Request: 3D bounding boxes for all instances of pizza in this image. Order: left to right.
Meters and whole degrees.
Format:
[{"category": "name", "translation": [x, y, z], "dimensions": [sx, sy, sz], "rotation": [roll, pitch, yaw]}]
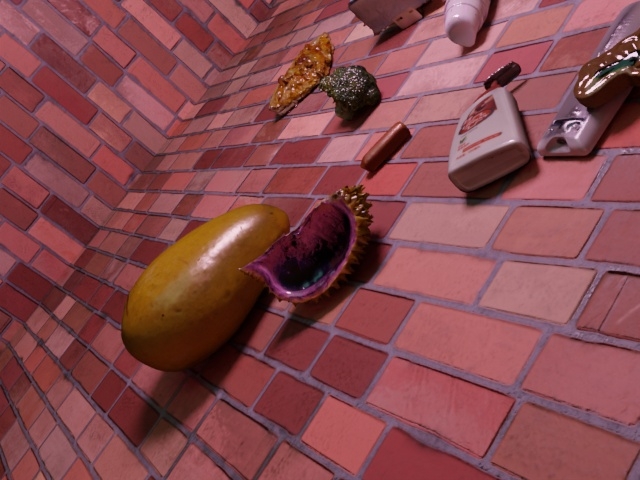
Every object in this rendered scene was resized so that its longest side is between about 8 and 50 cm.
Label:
[{"category": "pizza", "translation": [-0.047, -0.531, 2.390], "dimensions": [0.335, 0.086, 0.226], "rotation": [-54, 24, -16]}]

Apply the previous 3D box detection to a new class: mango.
[{"category": "mango", "translation": [-0.242, 0.088, 1.660], "dimensions": [0.445, 0.220, 0.301], "rotation": [-47, 22, -3]}]

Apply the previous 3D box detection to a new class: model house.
[{"category": "model house", "translation": [0.223, -0.711, 2.086], "dimensions": [0.271, 0.178, 0.206], "rotation": [-24, 40, 47]}]

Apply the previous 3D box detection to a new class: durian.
[{"category": "durian", "translation": [0.012, 0.008, 1.473], "dimensions": [0.260, 0.154, 0.186], "rotation": [-40, 3, 32]}]

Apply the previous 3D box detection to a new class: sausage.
[{"category": "sausage", "translation": [0.138, -0.201, 1.658], "dimensions": [0.131, 0.041, 0.039], "rotation": [-45, 30, 8]}]

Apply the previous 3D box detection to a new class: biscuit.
[{"category": "biscuit", "translation": [0.521, -0.289, 1.106], "dimensions": [0.320, 0.047, 0.183], "rotation": [-21, 42, 31]}]

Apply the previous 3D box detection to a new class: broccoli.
[{"category": "broccoli", "translation": [0.075, -0.378, 1.924], "dimensions": [0.162, 0.146, 0.138], "rotation": [59, 140, 46]}]

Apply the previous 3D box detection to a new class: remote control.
[{"category": "remote control", "translation": [0.453, -0.268, 1.222], "dimensions": [0.313, 0.055, 0.109], "rotation": [-55, 25, -12]}]

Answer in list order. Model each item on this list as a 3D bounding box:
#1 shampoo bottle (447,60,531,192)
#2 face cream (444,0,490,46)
[{"category": "shampoo bottle", "translation": [0.307, -0.215, 1.365], "dimensions": [0.153, 0.071, 0.284], "rotation": [-29, 32, 38]}, {"category": "face cream", "translation": [0.351, -0.578, 1.784], "dimensions": [0.102, 0.102, 0.345], "rotation": [-25, 32, 41]}]
